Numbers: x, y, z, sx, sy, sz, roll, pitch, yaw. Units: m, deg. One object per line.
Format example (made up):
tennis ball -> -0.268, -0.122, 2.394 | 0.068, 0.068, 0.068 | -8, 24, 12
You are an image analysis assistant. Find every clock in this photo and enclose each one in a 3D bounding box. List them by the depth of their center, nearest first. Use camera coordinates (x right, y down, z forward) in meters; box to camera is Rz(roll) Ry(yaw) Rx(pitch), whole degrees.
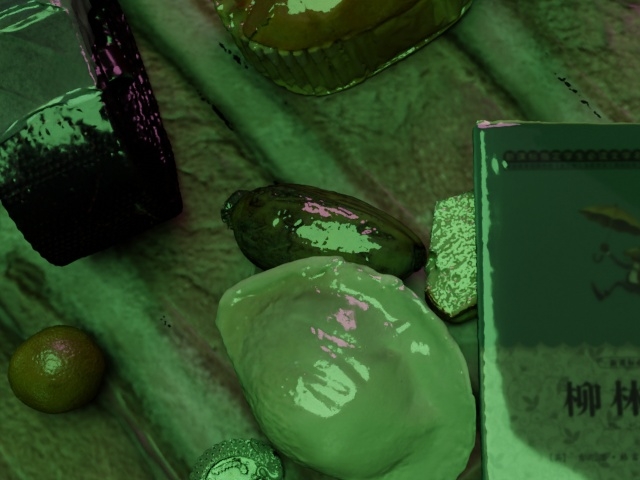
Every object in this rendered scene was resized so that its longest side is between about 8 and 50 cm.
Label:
clock -> -0.071, 0.202, 1.191 | 0.083, 0.010, 0.074 | -4, 76, 12

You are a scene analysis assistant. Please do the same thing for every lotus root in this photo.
lotus root -> 0.000, 0.000, 1.187 | 0.179, 0.089, 0.081 | 17, 105, 18

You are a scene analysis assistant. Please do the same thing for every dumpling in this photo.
dumpling -> 0.024, 0.099, 1.129 | 0.166, 0.126, 0.216 | -47, 59, 17

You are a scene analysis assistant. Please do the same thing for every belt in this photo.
belt -> -0.234, -0.121, 1.222 | 0.164, 0.184, 0.289 | -24, 67, 10

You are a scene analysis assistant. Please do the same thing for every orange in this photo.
orange -> -0.224, 0.110, 1.212 | 0.085, 0.085, 0.085 | -3, 75, 12

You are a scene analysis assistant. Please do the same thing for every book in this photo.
book -> 0.252, 0.087, 1.120 | 0.264, 0.031, 0.379 | -1, 76, 0

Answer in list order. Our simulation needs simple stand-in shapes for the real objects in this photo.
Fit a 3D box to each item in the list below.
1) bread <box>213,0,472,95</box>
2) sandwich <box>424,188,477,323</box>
bread -> 0.025, -0.247, 1.223 | 0.250, 0.133, 0.179 | -29, 76, 5
sandwich -> 0.120, 0.013, 1.185 | 0.093, 0.036, 0.105 | 41, 89, 17
